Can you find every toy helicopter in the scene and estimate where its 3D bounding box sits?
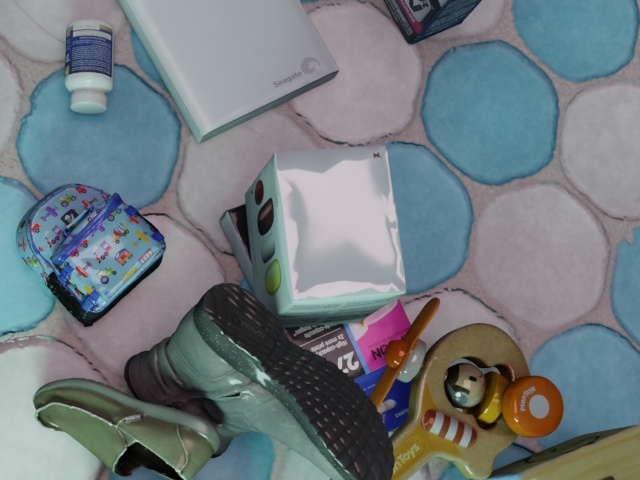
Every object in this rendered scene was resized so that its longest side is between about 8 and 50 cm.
[{"bbox_3d":[0.134,0.238,1.727,0.355,0.140,0.235,-39,98,-24],"label":"toy helicopter"}]

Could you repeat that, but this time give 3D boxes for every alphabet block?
[{"bbox_3d":[0.345,0.376,1.751,0.197,0.192,0.193,-18,84,-19],"label":"alphabet block"}]

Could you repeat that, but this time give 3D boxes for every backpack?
[{"bbox_3d":[-0.307,0.000,1.704,0.158,0.117,0.173,-43,87,-21],"label":"backpack"}]

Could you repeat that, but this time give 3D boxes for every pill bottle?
[{"bbox_3d":[-0.317,-0.237,1.784,0.067,0.067,0.120,3,76,-15],"label":"pill bottle"}]

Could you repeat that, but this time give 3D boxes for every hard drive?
[{"bbox_3d":[-0.158,-0.343,1.863,0.233,0.047,0.353,-28,86,-19],"label":"hard drive"}]

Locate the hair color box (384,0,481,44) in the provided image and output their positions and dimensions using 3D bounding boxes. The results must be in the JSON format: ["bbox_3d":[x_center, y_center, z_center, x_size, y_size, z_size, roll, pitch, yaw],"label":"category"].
[{"bbox_3d":[0.178,-0.424,1.814,0.105,0.347,0.174,-26,84,-19],"label":"hair color box"}]

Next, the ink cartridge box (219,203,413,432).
[{"bbox_3d":[0.017,0.098,1.798,0.176,0.069,0.371,-23,86,-19],"label":"ink cartridge box"}]

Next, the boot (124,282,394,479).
[{"bbox_3d":[-0.078,0.224,1.666,0.338,0.223,0.118,47,39,2],"label":"boot"}]

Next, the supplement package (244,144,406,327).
[{"bbox_3d":[0.000,0.000,1.676,0.149,0.203,0.194,-4,78,-15],"label":"supplement package"}]

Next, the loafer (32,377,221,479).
[{"bbox_3d":[-0.254,0.243,1.632,0.251,0.094,0.087,12,55,15],"label":"loafer"}]
